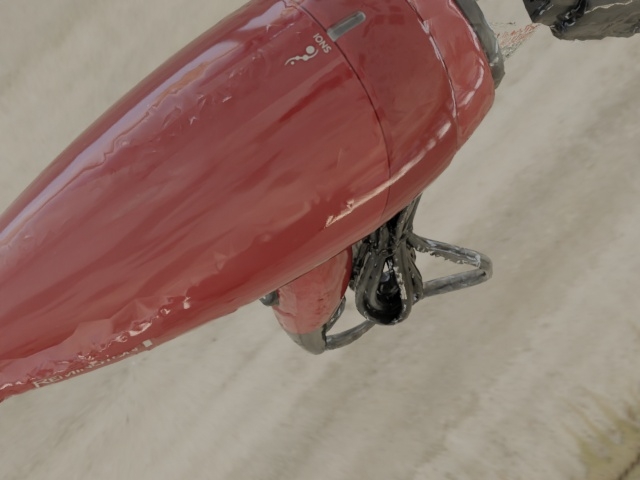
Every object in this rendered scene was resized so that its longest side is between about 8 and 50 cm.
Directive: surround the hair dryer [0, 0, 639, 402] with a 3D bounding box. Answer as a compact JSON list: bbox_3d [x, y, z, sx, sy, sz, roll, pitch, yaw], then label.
[{"bbox_3d":[0.000,0.000,0.500,0.293,0.224,0.080,-12,-130,-42],"label":"hair dryer"}]
